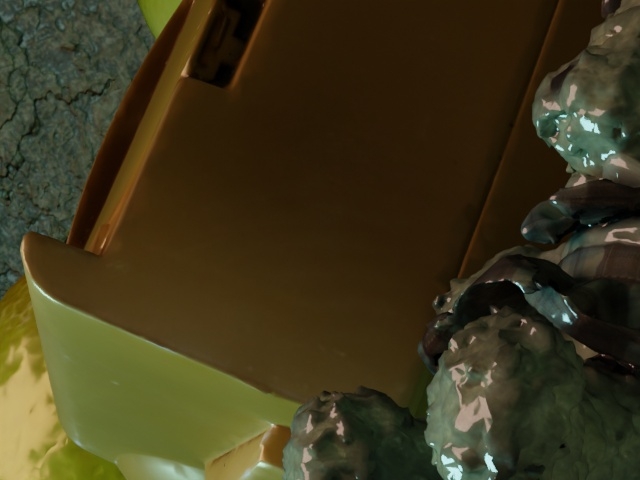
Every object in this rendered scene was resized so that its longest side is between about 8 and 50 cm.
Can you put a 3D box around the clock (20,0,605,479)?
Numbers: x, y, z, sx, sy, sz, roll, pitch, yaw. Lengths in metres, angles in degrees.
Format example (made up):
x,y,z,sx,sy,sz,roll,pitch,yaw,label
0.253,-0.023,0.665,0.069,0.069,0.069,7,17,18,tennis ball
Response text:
x,y,z,sx,sy,sz,roll,pitch,yaw,label
0.000,0.000,0.759,0.244,0.200,0.317,-65,4,-19,clock

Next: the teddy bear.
x,y,z,sx,sy,sz,roll,pitch,yaw,label
0.092,0.009,0.543,0.213,0.111,0.133,-55,19,-22,teddy bear

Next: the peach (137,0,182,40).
x,y,z,sx,sy,sz,roll,pitch,yaw,label
-0.006,-0.260,1.598,0.314,0.281,0.315,-74,6,-50,peach

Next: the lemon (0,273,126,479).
x,y,z,sx,sy,sz,roll,pitch,yaw,label
-0.091,0.153,1.339,0.348,0.348,0.348,-169,90,-87,lemon
